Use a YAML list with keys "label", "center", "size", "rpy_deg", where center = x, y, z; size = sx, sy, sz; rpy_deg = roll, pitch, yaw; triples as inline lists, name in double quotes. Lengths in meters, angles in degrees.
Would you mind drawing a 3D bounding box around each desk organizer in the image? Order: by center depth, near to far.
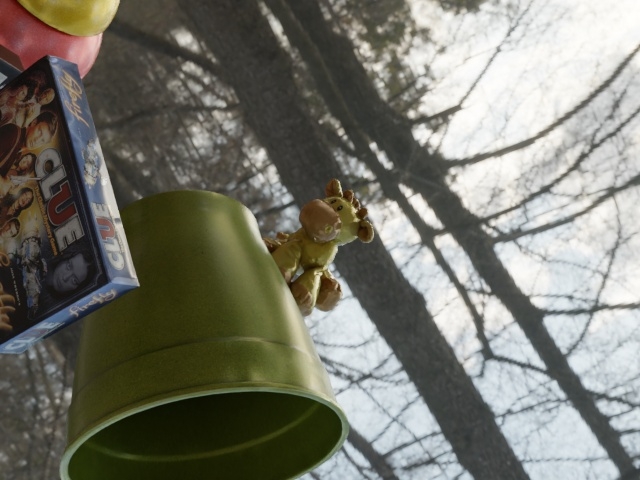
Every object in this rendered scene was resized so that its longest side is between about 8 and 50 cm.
- label: "desk organizer"
  center: [-0.462, -0.251, 1.175]
  size: [0.047, 0.130, 0.050]
  rpy_deg: [-39, -124, 11]

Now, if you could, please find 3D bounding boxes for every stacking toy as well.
- label: "stacking toy"
  center: [-0.426, -0.393, 1.362]
  size: [0.479, 0.351, 0.351]
  rpy_deg: [-35, -164, 27]

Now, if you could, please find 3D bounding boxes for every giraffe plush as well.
- label: "giraffe plush"
  center: [0.000, 0.000, 1.420]
  size: [0.170, 0.181, 0.210]
  rpy_deg: [-52, 173, 27]

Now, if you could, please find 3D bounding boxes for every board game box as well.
- label: "board game box"
  center: [-0.277, -0.035, 0.846]
  size: [0.165, 0.243, 0.042]
  rpy_deg: [-28, 160, 23]

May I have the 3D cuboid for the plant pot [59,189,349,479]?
- label: "plant pot"
  center: [-0.178, 0.134, 1.206]
  size: [0.366, 0.366, 0.353]
  rpy_deg: [-22, -125, 11]
